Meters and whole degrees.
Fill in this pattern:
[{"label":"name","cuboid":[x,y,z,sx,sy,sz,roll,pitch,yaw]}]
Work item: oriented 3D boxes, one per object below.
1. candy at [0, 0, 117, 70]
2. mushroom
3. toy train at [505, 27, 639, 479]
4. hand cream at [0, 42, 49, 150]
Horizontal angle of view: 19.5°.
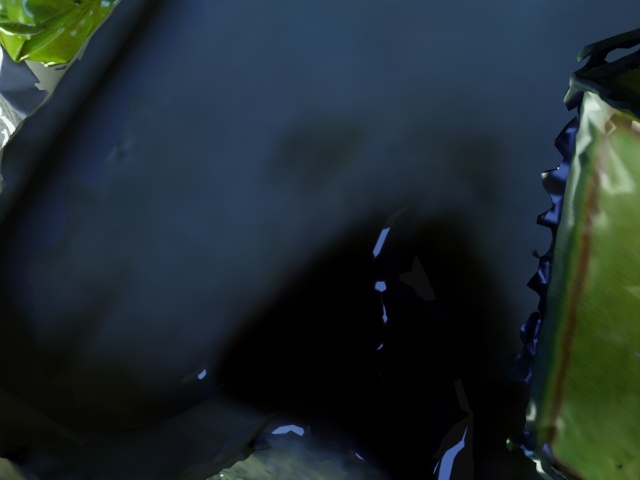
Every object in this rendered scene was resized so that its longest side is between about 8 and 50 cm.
[{"label":"candy","cuboid":[-0.054,-0.091,0.740,0.194,0.058,0.062,10,148,28]},{"label":"mushroom","cuboid":[0.009,0.000,0.599,0.217,0.292,0.212,31,152,-1]},{"label":"toy train","cuboid":[0.172,0.017,0.451,0.177,0.261,0.134,37,134,39]},{"label":"hand cream","cuboid":[-0.151,-0.086,0.828,0.084,0.050,0.257,-6,112,41]}]
